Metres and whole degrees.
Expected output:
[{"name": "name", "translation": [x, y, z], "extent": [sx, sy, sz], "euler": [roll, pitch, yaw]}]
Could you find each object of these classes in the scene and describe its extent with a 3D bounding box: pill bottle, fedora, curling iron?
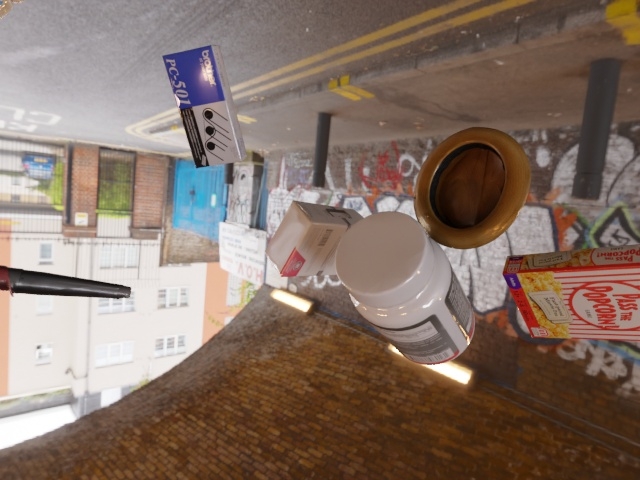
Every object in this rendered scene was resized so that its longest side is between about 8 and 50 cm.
[{"name": "pill bottle", "translation": [0.143, 0.084, 0.662], "extent": [0.161, 0.161, 0.283], "euler": [9, 154, 37]}, {"name": "fedora", "translation": [0.244, -0.079, 0.653], "extent": [0.194, 0.195, 0.079], "euler": [10, 179, 40]}, {"name": "curling iron", "translation": [-0.364, 0.050, 0.466], "extent": [0.273, 0.035, 0.068], "euler": [14, -175, -36]}]

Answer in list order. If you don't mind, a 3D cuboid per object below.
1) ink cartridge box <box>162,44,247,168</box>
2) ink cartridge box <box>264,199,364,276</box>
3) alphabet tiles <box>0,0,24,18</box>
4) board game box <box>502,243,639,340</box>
[{"name": "ink cartridge box", "translation": [-0.214, -0.248, 0.771], "extent": [0.097, 0.207, 0.046], "euler": [-7, -157, 10]}, {"name": "ink cartridge box", "translation": [0.000, 0.000, 0.973], "extent": [0.217, 0.159, 0.092], "euler": [5, -145, -45]}, {"name": "alphabet tiles", "translation": [-0.469, -0.429, 0.587], "extent": [0.021, 0.284, 0.278], "euler": [45, 166, -12]}, {"name": "board game box", "translation": [0.386, 0.079, 0.584], "extent": [0.193, 0.147, 0.045], "euler": [-11, -146, 44]}]
